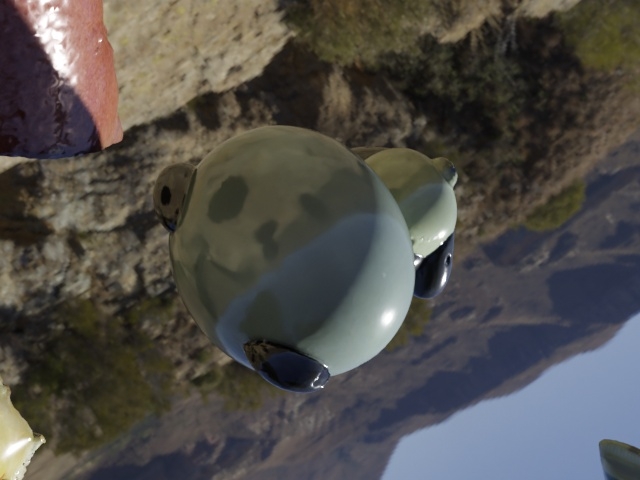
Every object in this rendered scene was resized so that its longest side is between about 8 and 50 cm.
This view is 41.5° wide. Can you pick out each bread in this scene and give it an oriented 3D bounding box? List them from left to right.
[{"bbox_3d":[-0.135,-0.091,0.305,0.119,0.067,0.192,-26,144,-23],"label":"bread"}]

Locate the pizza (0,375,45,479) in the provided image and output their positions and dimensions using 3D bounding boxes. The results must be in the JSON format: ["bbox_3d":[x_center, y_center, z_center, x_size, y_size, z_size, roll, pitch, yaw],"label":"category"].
[{"bbox_3d":[-0.289,0.121,0.587,0.204,0.188,0.080,-54,-167,32],"label":"pizza"}]

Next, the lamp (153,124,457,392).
[{"bbox_3d":[0.000,0.000,0.654,0.244,0.197,0.198,-22,164,-44],"label":"lamp"}]

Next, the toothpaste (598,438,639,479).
[{"bbox_3d":[0.245,0.241,0.601,0.061,0.099,0.392,-61,150,-31],"label":"toothpaste"}]
